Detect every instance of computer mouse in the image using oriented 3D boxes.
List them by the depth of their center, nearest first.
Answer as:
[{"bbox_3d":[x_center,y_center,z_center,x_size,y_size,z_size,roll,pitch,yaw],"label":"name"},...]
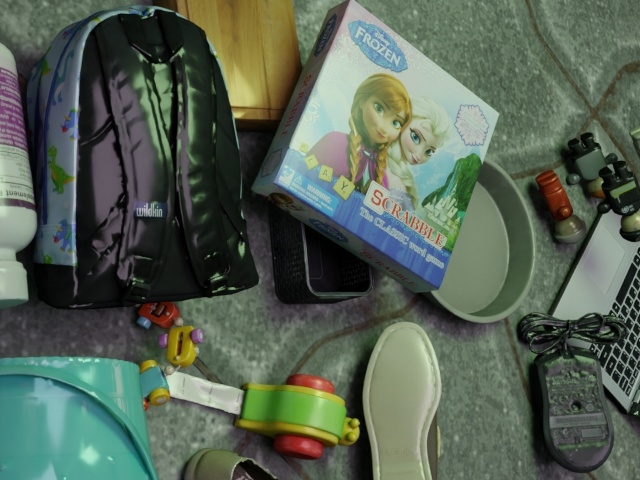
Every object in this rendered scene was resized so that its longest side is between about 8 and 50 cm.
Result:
[{"bbox_3d":[0.436,0.262,1.763,0.189,0.072,0.272,1,74,0],"label":"computer mouse"}]

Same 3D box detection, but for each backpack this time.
[{"bbox_3d":[-0.237,-0.114,1.290,0.290,0.273,0.355,-7,105,-35],"label":"backpack"}]

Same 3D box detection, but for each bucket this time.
[{"bbox_3d":[-0.316,0.234,1.124,0.281,0.281,0.183,5,72,-35],"label":"bucket"}]

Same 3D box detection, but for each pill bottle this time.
[{"bbox_3d":[-0.418,-0.069,1.176,0.169,0.169,0.301,-4,82,-37],"label":"pill bottle"}]

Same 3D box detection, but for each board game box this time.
[{"bbox_3d":[0.093,-0.135,1.509,0.319,0.066,0.318,32,67,-27],"label":"board game box"}]

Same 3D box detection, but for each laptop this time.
[{"bbox_3d":[0.683,0.130,1.890,0.408,0.236,0.382,47,56,-18],"label":"laptop"}]

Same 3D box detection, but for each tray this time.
[{"bbox_3d":[-0.142,-0.368,1.510,0.203,0.076,0.410,-3,80,-37],"label":"tray"}]

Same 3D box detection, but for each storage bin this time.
[{"bbox_3d":[0.000,0.000,1.518,0.122,0.084,0.180,2,79,-36],"label":"storage bin"}]

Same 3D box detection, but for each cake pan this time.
[{"bbox_3d":[0.242,-0.004,1.714,0.293,0.054,0.293,10,73,-34],"label":"cake pan"}]

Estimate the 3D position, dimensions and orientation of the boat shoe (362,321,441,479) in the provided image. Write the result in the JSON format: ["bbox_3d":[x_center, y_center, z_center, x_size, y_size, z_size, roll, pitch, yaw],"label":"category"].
[{"bbox_3d":[0.125,0.288,1.532,0.117,0.096,0.324,-3,73,4],"label":"boat shoe"}]

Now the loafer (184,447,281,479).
[{"bbox_3d":[-0.066,0.376,1.372,0.268,0.092,0.102,42,58,-21],"label":"loafer"}]

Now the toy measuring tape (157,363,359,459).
[{"bbox_3d":[-0.072,0.223,1.393,0.330,0.121,0.121,23,66,-30],"label":"toy measuring tape"}]

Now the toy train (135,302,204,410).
[{"bbox_3d":[-0.214,0.148,1.329,0.166,0.125,0.046,-62,148,-21],"label":"toy train"}]

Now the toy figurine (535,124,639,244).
[{"bbox_3d":[0.518,-0.096,1.844,0.209,0.213,0.148,-45,115,-37],"label":"toy figurine"}]
